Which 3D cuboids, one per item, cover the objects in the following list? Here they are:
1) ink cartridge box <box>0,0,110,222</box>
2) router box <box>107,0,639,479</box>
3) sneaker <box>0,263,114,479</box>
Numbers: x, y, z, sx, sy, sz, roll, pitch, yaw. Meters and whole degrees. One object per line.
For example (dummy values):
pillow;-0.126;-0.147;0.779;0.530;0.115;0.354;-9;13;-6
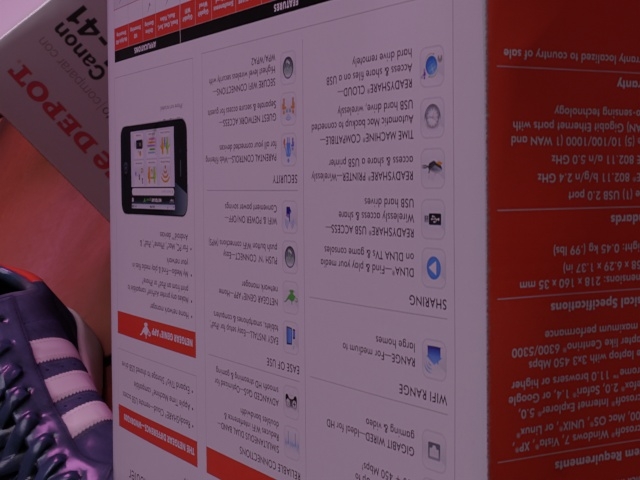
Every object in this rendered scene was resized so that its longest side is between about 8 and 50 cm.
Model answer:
ink cartridge box;-0.083;-0.163;0.872;0.306;0.226;0.131;-37;31;5
router box;0.000;0.000;0.497;0.335;0.082;0.301;6;97;60
sneaker;-0.203;0.113;0.721;0.131;0.148;0.350;-41;32;-3
